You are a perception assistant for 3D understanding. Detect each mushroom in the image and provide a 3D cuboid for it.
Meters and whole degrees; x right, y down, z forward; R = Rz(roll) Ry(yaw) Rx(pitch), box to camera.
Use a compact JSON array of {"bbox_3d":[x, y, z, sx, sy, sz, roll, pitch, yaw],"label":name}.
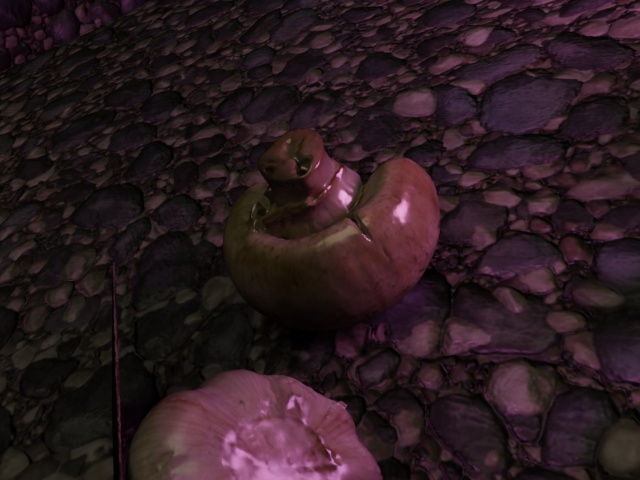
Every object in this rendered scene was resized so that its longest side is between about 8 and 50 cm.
[{"bbox_3d":[0.000,0.000,0.740,0.254,0.195,0.188,-10,44,21],"label":"mushroom"}]

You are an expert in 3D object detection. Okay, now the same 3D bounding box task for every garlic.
[{"bbox_3d":[-0.071,0.228,0.565,0.212,0.219,0.218,-49,22,39],"label":"garlic"}]

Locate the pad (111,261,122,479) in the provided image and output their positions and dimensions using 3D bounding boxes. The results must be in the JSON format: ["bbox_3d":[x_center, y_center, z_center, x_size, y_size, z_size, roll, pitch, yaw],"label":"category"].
[{"bbox_3d":[-0.182,0.200,0.604,0.004,0.219,0.330,-1,35,-18],"label":"pad"}]
